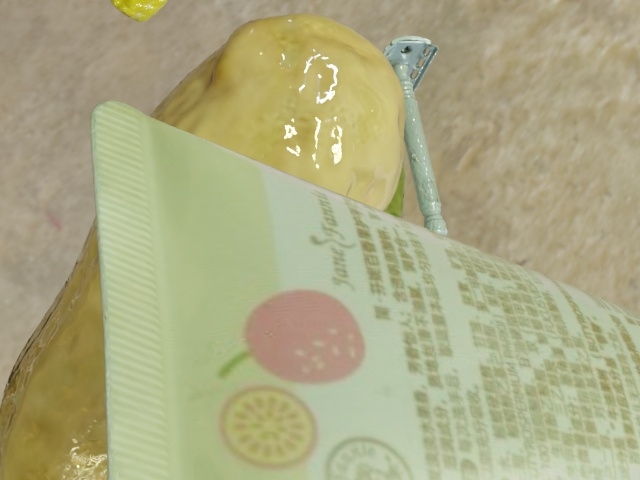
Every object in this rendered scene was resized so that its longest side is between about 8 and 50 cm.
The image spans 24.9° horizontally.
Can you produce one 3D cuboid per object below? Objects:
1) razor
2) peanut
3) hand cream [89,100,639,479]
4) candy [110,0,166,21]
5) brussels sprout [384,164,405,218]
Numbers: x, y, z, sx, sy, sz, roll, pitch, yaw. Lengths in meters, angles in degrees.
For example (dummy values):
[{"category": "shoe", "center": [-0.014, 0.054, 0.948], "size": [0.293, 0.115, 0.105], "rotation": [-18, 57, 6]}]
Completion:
[{"category": "razor", "center": [0.108, -0.110, 1.660], "size": [0.068, 0.232, 0.106], "rotation": [-3, 154, -16]}, {"category": "peanut", "center": [-0.056, 0.034, 0.721], "size": [0.147, 0.147, 0.319], "rotation": [32, 109, 7]}, {"category": "hand cream", "center": [0.070, 0.061, 0.420], "size": [0.306, 0.147, 0.093], "rotation": [22, 133, -33]}, {"category": "candy", "center": [-0.175, -0.347, 1.675], "size": [0.094, 0.106, 0.199], "rotation": [46, 120, -5]}, {"category": "brussels sprout", "center": [-0.015, -0.059, 1.484], "size": [0.244, 0.244, 0.244], "rotation": [11, 119, 20]}]
